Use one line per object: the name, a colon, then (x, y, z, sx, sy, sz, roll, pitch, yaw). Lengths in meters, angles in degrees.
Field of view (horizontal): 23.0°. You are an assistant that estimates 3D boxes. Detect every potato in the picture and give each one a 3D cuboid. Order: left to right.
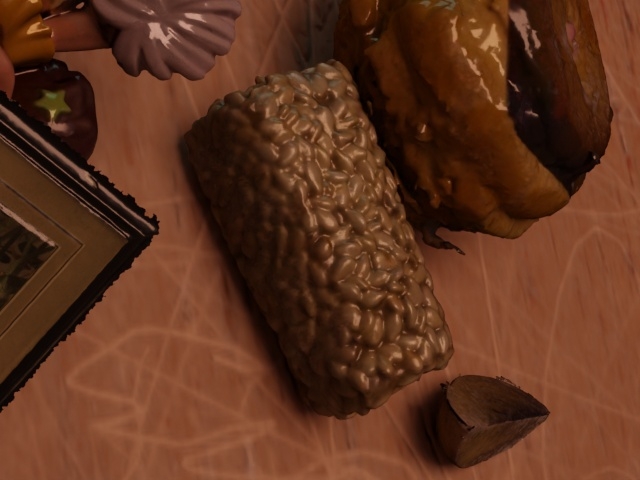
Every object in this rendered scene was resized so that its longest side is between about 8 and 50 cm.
potato: (0.078, 0.094, 0.814, 0.037, 0.036, 0.093, 42, 21, 26)

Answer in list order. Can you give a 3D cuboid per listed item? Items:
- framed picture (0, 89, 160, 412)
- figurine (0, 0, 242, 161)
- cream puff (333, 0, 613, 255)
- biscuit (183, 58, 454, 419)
framed picture: (-0.190, 0.010, 0.552, 0.195, 0.010, 0.199, 40, 97, -20)
figurine: (-0.138, -0.101, 0.644, 0.175, 0.116, 0.240, 40, 61, -24)
cream puff: (0.073, -0.086, 0.804, 0.189, 0.130, 0.189, 38, 46, -54)
biscuit: (0.000, 0.000, 0.745, 0.070, 0.082, 0.168, -21, 89, -39)
